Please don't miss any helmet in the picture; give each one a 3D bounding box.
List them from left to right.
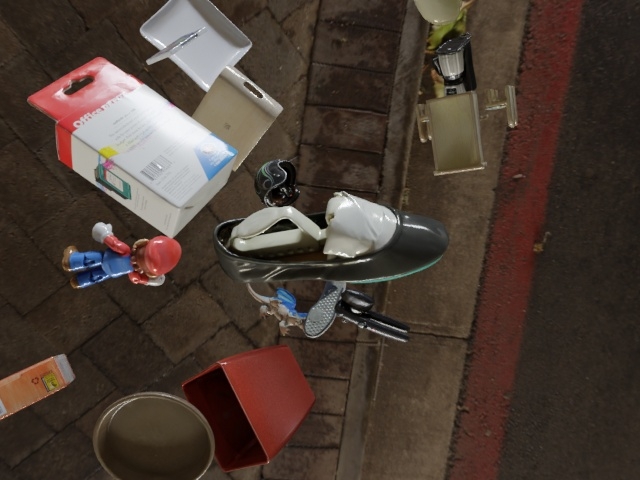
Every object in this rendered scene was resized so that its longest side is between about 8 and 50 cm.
[{"bbox_3d":[-0.163,-0.216,1.831,0.169,0.161,0.169,-13,140,-11],"label":"helmet"}]

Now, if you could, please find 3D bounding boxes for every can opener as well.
[{"bbox_3d":[0.113,0.170,1.046,0.186,0.073,0.059,31,51,-13],"label":"can opener"}]

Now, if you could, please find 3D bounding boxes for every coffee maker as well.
[{"bbox_3d":[0.489,-0.604,1.725,0.171,0.120,0.178,-31,125,-14],"label":"coffee maker"}]

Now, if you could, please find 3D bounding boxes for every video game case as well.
[{"bbox_3d":[-0.308,-0.419,1.059,0.122,0.087,0.011,-55,129,-36],"label":"video game case"}]

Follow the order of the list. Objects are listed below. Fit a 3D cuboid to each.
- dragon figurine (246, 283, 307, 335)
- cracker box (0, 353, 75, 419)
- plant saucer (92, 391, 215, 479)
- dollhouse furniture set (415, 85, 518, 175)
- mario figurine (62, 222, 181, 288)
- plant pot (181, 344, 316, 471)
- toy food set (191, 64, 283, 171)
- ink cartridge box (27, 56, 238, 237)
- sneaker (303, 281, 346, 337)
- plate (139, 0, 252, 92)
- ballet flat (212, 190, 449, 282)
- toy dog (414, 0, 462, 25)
[{"bbox_3d":[-0.129,0.211,1.572,0.289,0.144,0.085,37,102,-3],"label":"dragon figurine"},{"bbox_3d":[-0.582,0.291,0.974,0.156,0.232,0.067,-26,90,-24],"label":"cracker box"},{"bbox_3d":[-0.385,0.467,1.155,0.278,0.041,0.277,-1,108,-2],"label":"plant saucer"},{"bbox_3d":[0.333,-0.252,1.139,0.212,0.242,0.161,-5,102,29],"label":"dollhouse furniture set"},{"bbox_3d":[-0.579,0.048,1.484,0.321,0.198,0.170,-9,67,-5],"label":"mario figurine"},{"bbox_3d":[-0.177,0.431,1.345,0.236,0.267,0.267,-21,79,-44],"label":"plant pot"},{"bbox_3d":[-0.295,-0.398,1.643,0.220,0.092,0.306,38,125,-11],"label":"toy food set"},{"bbox_3d":[-0.247,-0.128,0.662,0.231,0.078,0.134,36,52,-1],"label":"ink cartridge box"},{"bbox_3d":[0.027,0.236,1.578,0.086,0.163,0.226,21,61,19],"label":"sneaker"},{"bbox_3d":[-0.399,-0.651,1.605,0.278,0.045,0.277,40,62,-20],"label":"plate"},{"bbox_3d":[0.000,0.000,0.562,0.280,0.095,0.096,-8,141,17],"label":"ballet flat"},{"bbox_3d":[0.297,-0.647,0.845,0.285,0.408,0.395,-29,95,-4],"label":"toy dog"}]
